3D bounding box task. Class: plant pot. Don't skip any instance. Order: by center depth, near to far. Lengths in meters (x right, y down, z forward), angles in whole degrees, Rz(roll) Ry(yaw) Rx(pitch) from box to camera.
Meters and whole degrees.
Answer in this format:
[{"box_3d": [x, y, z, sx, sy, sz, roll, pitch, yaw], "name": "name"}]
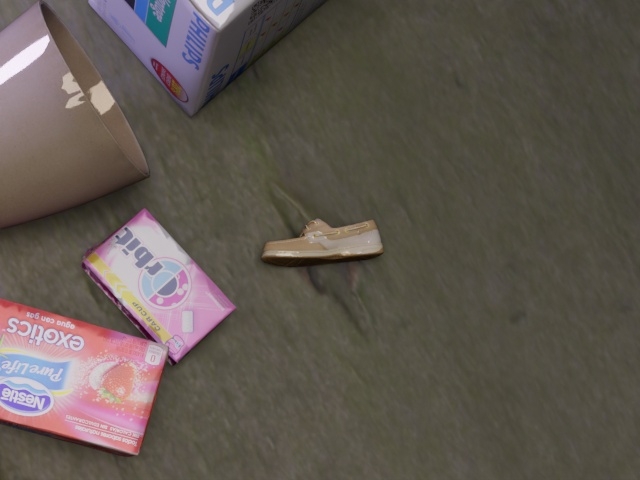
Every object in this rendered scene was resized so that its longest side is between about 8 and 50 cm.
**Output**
[{"box_3d": [-0.395, -0.119, 1.831, 0.274, 0.256, 0.256, -31, 87, 2], "name": "plant pot"}]

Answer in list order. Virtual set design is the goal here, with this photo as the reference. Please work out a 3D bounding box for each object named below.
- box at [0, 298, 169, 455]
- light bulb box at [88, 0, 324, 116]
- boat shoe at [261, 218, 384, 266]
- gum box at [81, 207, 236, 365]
[{"box_3d": [-0.354, 0.164, 1.818, 0.300, 0.154, 0.142, 17, 78, -8], "name": "box"}, {"box_3d": [-0.091, -0.393, 1.857, 0.361, 0.358, 0.225, -42, 88, -15], "name": "light bulb box"}, {"box_3d": [0.000, 0.000, 1.960, 0.170, 0.063, 0.059, -3, 78, -20], "name": "boat shoe"}, {"box_3d": [-0.214, 0.058, 1.906, 0.107, 0.062, 0.188, -42, 90, -14], "name": "gum box"}]
